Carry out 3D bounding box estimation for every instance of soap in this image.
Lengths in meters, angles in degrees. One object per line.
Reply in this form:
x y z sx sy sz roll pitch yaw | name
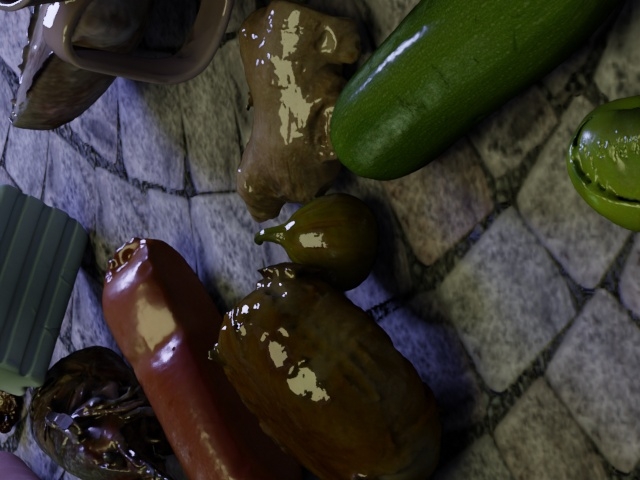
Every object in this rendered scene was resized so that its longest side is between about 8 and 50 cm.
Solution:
-0.334 0.053 1.736 0.066 0.119 0.198 -24 45 50 | soap

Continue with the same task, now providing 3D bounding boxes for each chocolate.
-0.216 -0.214 1.537 0.303 0.100 0.185 138 149 -60 | chocolate

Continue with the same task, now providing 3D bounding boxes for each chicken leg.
-0.402 0.172 2.012 0.062 0.037 0.145 -1 100 33 | chicken leg

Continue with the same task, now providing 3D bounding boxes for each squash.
0.111 -0.140 1.118 0.378 0.101 0.101 -39 67 57 | squash

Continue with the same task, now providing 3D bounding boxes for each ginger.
-0.021 -0.098 1.345 0.137 0.074 0.213 36 123 47 | ginger

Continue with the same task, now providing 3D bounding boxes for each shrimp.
-0.197 0.193 1.640 0.343 0.145 0.116 25 146 54 | shrimp

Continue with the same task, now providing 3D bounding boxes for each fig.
0.000 0.000 1.320 0.084 0.098 0.082 173 104 -75 | fig

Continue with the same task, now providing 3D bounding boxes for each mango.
0.229 -0.046 0.998 0.165 0.074 0.091 12 105 42 | mango

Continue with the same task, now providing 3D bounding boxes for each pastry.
0.002 0.119 1.305 0.218 0.100 0.229 17 145 57 | pastry

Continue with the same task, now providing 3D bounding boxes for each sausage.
-0.110 0.144 1.527 0.097 0.094 0.348 -46 58 27 | sausage

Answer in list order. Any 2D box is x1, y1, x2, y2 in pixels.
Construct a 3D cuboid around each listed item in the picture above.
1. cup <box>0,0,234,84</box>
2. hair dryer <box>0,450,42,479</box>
-0.143 -0.276 1.291 0.208 0.273 0.288 -12 90 56 | cup
-0.347 0.450 1.965 0.210 0.125 0.352 32 134 46 | hair dryer
